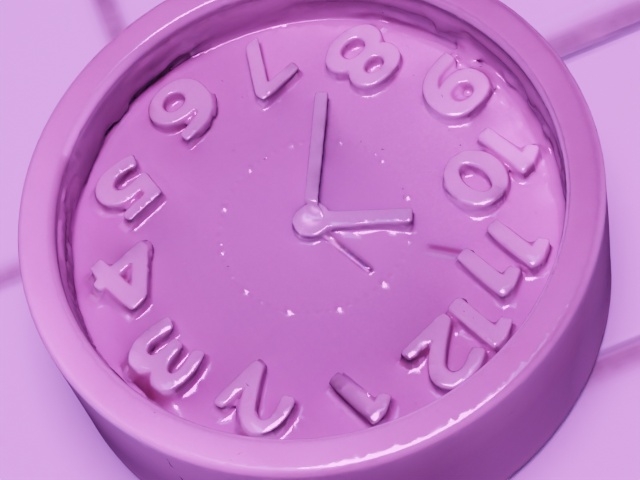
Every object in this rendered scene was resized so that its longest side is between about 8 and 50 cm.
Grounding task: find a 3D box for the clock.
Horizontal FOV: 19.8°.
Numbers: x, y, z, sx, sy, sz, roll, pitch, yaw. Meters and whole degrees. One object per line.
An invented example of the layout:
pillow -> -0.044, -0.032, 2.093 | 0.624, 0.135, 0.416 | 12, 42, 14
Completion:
clock -> 0.000, 0.000, 0.626 | 0.196, 0.068, 0.197 | -4, 62, 7
